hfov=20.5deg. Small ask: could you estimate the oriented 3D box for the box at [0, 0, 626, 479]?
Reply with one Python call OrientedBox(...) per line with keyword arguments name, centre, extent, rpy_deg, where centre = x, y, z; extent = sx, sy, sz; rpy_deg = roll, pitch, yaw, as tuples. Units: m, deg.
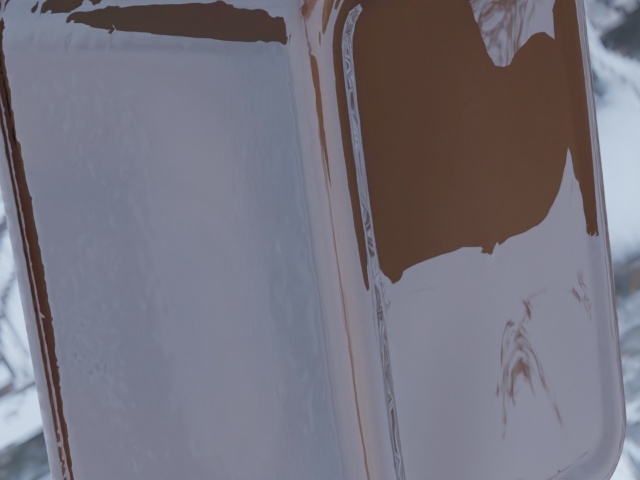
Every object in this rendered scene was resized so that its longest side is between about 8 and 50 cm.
OrientedBox(name="box", centre=(0.000, 0.000, 0.933), extent=(0.239, 0.229, 0.339), rpy_deg=(-21, 108, -45))
